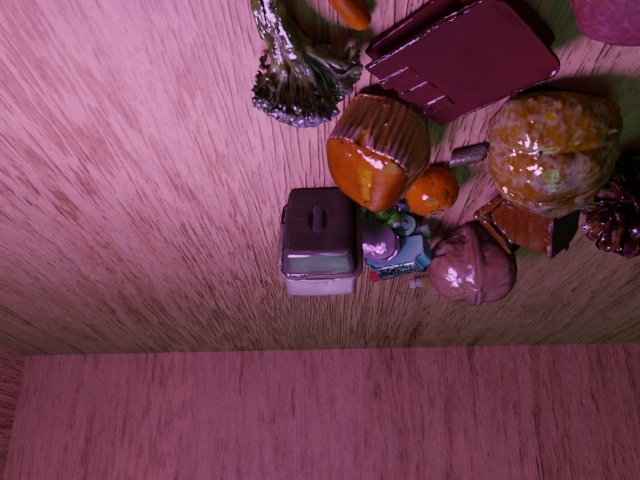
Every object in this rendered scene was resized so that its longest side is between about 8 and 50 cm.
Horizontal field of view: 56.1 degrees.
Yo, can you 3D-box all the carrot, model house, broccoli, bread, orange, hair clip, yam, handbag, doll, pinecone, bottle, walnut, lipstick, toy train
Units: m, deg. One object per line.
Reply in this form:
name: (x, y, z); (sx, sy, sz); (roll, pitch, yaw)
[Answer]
carrot: (0.008, -0.409, 0.934); (0.043, 0.043, 0.247); (-16, 150, 31)
model house: (0.552, -0.069, 1.607); (0.229, 0.199, 0.220); (20, 128, 33)
broccoli: (-0.022, -0.315, 1.033); (0.198, 0.177, 0.275); (5, 144, 0)
bread: (0.118, -0.169, 1.286); (0.204, 0.156, 0.288); (26, 165, 10)
orange: (0.505, -0.168, 1.305); (0.270, 0.211, 0.369); (-4, 154, 13)
hair clip: (0.063, -0.015, 1.752); (0.358, 0.110, 0.096); (3, 155, 24)
yam: (0.347, -0.200, 1.421); (0.094, 0.043, 0.043); (-8, 156, 21)
handbag: (0.253, -0.328, 1.075); (0.260, 0.084, 0.275); (20, 150, -40)
doll: (0.169, -0.075, 1.631); (0.050, 0.115, 0.190); (34, -174, 42)
pinecone: (0.778, -0.082, 1.458); (0.295, 0.242, 0.298); (-10, 142, 0)
bottle: (0.447, 0.139, 2.156); (0.269, 0.083, 0.083); (-13, 154, 29)
walnut: (0.452, 0.075, 1.790); (0.273, 0.273, 0.227); (12, 114, -27)
lipstick: (0.295, 0.096, 2.101); (0.312, 0.051, 0.051); (-20, 151, 41)
toy train: (0.228, 0.018, 1.772); (0.203, 0.163, 0.112); (-13, 155, 26)
orange: (0.281, -0.126, 1.504); (0.135, 0.118, 0.135); (-3, 171, 0)

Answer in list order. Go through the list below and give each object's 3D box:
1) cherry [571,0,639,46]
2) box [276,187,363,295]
cherry: (0.479, -0.375, 0.814); (0.261, 0.221, 0.307); (16, 166, -17)
box: (0.000, 0.000, 1.571); (0.220, 0.291, 0.166); (-2, 136, 3)
